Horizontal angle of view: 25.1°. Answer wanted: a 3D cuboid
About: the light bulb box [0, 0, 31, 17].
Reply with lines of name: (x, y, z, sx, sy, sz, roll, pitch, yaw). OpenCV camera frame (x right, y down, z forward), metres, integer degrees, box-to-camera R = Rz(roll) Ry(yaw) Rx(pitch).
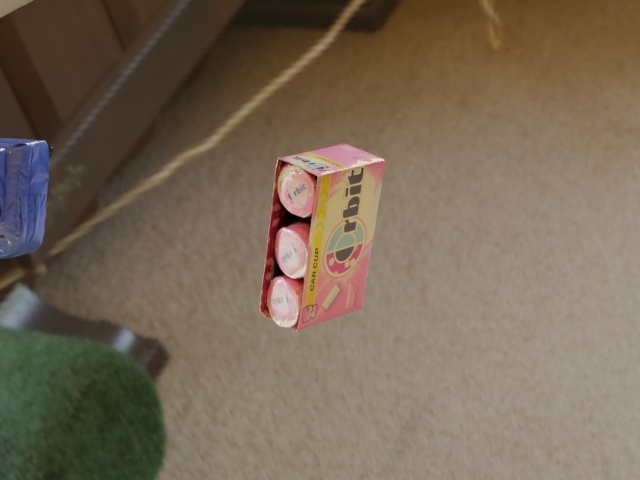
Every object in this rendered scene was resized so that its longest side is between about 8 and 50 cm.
light bulb box: (-0.500, -0.443, 1.750, 0.358, 0.225, 0.361, 31, 42, 15)

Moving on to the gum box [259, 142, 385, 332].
gum box: (0.000, 0.000, 1.539, 0.062, 0.188, 0.107, 25, 27, 36)

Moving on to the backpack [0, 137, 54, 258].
backpack: (-0.332, -0.040, 1.433, 0.098, 0.120, 0.101, 5, 8, 20)
